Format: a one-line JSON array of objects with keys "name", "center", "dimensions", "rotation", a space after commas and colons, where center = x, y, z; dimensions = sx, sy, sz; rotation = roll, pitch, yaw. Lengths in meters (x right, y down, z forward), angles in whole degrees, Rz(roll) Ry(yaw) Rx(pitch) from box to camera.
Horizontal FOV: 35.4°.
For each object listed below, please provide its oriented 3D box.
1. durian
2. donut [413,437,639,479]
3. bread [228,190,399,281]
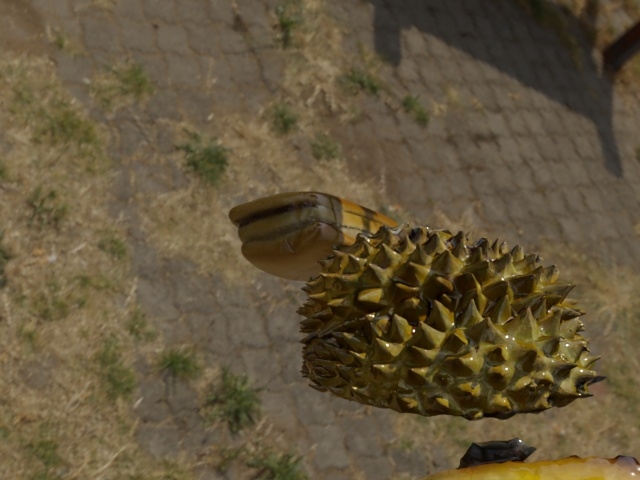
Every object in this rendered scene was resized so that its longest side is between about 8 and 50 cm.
[{"name": "durian", "center": [0.092, 0.057, 0.766], "dimensions": [0.183, 0.249, 0.138], "rotation": [9, 88, -69]}, {"name": "donut", "center": [0.121, 0.341, 0.581], "dimensions": [0.377, 0.435, 0.163], "rotation": [39, 17, 3]}, {"name": "bread", "center": [0.000, 0.000, 1.034], "dimensions": [0.200, 0.116, 0.077], "rotation": [17, 61, -58]}]
